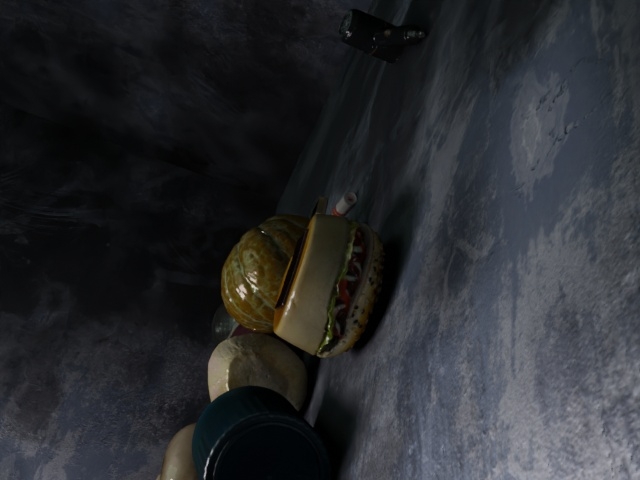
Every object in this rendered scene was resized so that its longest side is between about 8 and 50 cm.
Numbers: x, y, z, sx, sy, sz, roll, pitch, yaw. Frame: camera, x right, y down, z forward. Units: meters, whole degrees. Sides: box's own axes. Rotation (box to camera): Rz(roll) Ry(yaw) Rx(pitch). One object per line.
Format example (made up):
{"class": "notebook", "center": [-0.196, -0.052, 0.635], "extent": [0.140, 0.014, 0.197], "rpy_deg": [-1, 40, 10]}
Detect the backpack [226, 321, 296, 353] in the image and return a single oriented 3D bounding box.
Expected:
{"class": "backpack", "center": [-0.169, 0.337, 1.895], "extent": [0.317, 0.197, 0.283], "rpy_deg": [-130, 59, -67]}

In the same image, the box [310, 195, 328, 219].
{"class": "box", "center": [-0.006, -0.105, 2.354], "extent": [0.079, 0.035, 0.083], "rpy_deg": [120, 166, -51]}

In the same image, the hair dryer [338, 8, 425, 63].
{"class": "hair dryer", "center": [0.189, -0.575, 1.813], "extent": [0.107, 0.189, 0.352], "rpy_deg": [-71, 22, 7]}

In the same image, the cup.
{"class": "cup", "center": [-0.132, 0.444, 1.246], "extent": [0.308, 0.242, 0.292], "rpy_deg": [-61, 9, -12]}

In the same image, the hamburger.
{"class": "hamburger", "center": [0.019, 0.092, 1.307], "extent": [0.300, 0.176, 0.300], "rpy_deg": [-162, 90, -81]}

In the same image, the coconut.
{"class": "coconut", "center": [-0.160, 0.353, 1.616], "extent": [0.259, 0.259, 0.259], "rpy_deg": [-160, 90, -81]}

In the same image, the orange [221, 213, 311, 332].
{"class": "orange", "center": [-0.101, 0.083, 1.645], "extent": [0.329, 0.249, 0.329], "rpy_deg": [-33, -20, -13]}

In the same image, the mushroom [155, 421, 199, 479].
{"class": "mushroom", "center": [-0.287, 0.607, 1.517], "extent": [0.362, 0.294, 0.362], "rpy_deg": [-9, -90, -84]}

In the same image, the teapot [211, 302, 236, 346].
{"class": "teapot", "center": [-0.249, 0.339, 2.268], "extent": [0.239, 0.239, 0.321], "rpy_deg": [-16, 49, 63]}

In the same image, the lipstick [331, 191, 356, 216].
{"class": "lipstick", "center": [0.067, -0.099, 1.885], "extent": [0.131, 0.038, 0.038], "rpy_deg": [132, 156, -68]}
